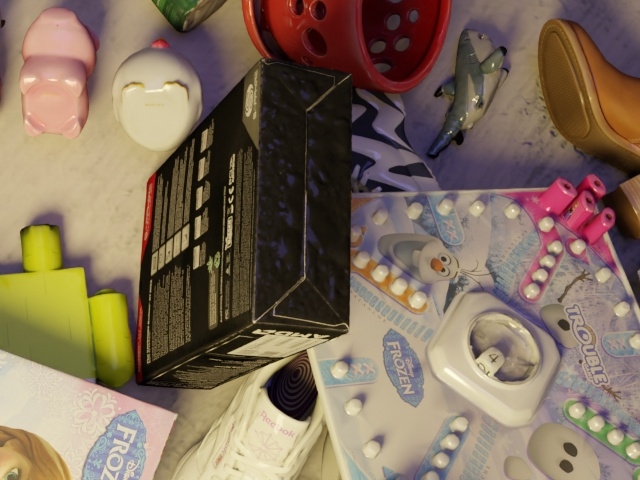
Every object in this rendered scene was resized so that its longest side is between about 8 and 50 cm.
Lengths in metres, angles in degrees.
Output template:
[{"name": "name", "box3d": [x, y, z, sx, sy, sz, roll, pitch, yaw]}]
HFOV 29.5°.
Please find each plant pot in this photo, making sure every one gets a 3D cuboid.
[{"name": "plant pot", "box3d": [0.026, -0.262, 1.312, 0.174, 0.191, 0.191, 13, 67, 37]}]

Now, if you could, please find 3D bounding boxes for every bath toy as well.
[{"name": "bath toy", "box3d": [-0.296, -0.184, 1.286, 0.348, 0.129, 0.151, 7, 118, -8]}]

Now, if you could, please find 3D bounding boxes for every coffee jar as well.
[{"name": "coffee jar", "box3d": [-0.185, -0.329, 1.365, 0.184, 0.079, 0.096, 45, 70, 3]}]

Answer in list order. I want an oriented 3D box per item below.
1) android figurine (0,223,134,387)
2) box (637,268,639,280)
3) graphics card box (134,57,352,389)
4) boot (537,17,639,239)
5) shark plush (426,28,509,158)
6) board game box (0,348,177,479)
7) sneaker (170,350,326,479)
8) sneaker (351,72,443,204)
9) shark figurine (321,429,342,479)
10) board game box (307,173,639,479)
[{"name": "android figurine", "box3d": [-0.315, 0.120, 1.231, 0.248, 0.056, 0.273, -4, 74, -13]}, {"name": "box", "box3d": [0.446, 0.024, 1.392, 0.178, 0.042, 0.109, -39, 126, -19]}, {"name": "graphics card box", "box3d": [-0.083, 0.003, 1.144, 0.094, 0.371, 0.233, 8, 73, -21]}, {"name": "boot", "box3d": [0.399, -0.164, 1.424, 0.220, 0.109, 0.283, -28, 85, -16]}, {"name": "shark plush", "box3d": [0.166, -0.168, 1.425, 0.067, 0.073, 0.161, 23, 92, 15]}, {"name": "board game box", "box3d": [-0.338, 0.255, 1.132, 0.318, 0.066, 0.319, 22, 80, -15]}, {"name": "sneaker", "box3d": [-0.074, 0.209, 1.191, 0.114, 0.152, 0.305, 28, 85, 2]}, {"name": "sneaker", "box3d": [0.037, -0.064, 1.333, 0.153, 0.094, 0.235, -15, 79, -14]}, {"name": "shark figurine", "box3d": [0.050, 0.204, 1.254, 0.166, 0.116, 0.278, 26, 70, -2]}, {"name": "board game box", "box3d": [0.179, 0.106, 1.185, 0.390, 0.050, 0.390, -3, 60, -25]}]
